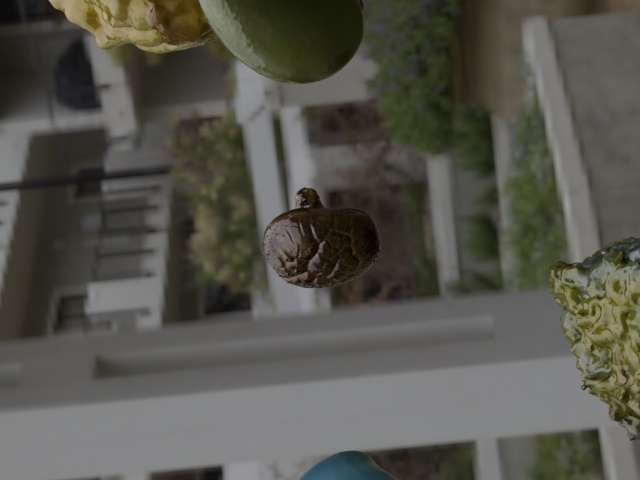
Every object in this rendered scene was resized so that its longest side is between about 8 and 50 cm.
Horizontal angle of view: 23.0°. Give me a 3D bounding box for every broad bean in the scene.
[{"bbox_3d":[-0.052,-0.277,1.579,0.121,0.189,0.263,-25,84,54],"label":"broad bean"}]

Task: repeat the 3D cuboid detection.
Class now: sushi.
[{"bbox_3d":[0.469,0.059,1.784,0.396,0.351,0.240,-10,-104,-58],"label":"sushi"}]

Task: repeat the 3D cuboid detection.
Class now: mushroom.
[{"bbox_3d":[0.001,0.004,1.657,0.085,0.126,0.109,-110,16,-66],"label":"mushroom"}]

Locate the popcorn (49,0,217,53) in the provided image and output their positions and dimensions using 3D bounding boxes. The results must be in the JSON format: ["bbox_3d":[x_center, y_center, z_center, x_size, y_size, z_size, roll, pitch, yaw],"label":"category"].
[{"bbox_3d":[-0.175,-0.421,1.939,0.354,0.344,0.390,-46,-14,-31],"label":"popcorn"}]

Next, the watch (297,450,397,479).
[{"bbox_3d":[0.027,0.346,1.803,0.193,0.211,0.211,-55,-4,-1],"label":"watch"}]
